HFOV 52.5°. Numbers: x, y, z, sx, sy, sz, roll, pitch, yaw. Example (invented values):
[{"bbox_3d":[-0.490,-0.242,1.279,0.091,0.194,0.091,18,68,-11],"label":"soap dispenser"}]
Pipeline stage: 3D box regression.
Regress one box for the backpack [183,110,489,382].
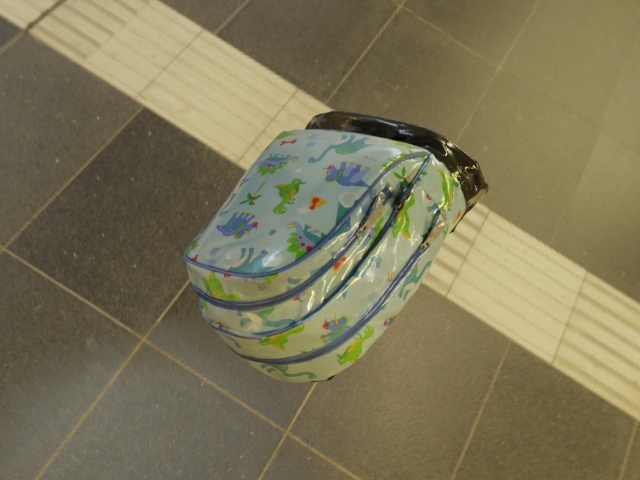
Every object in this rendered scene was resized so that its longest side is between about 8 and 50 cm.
[{"bbox_3d":[0.000,0.000,0.819,0.290,0.273,0.355,19,74,38],"label":"backpack"}]
